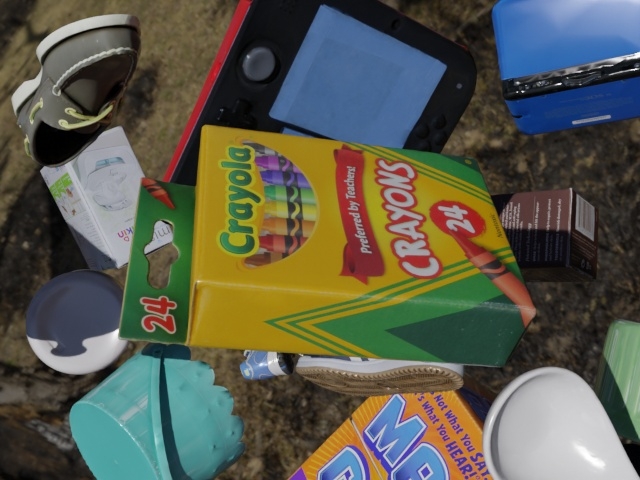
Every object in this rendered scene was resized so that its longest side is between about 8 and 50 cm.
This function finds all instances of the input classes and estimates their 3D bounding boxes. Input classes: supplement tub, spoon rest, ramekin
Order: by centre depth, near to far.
[{"bbox_3d":[0.270,0.233,0.763,0.137,0.276,0.084,-54,26,-8],"label":"spoon rest"},{"bbox_3d":[0.529,0.201,1.011,0.303,0.303,0.148,8,89,54],"label":"ramekin"},{"bbox_3d":[-0.351,0.116,1.100,0.144,0.144,0.199,-58,12,-9],"label":"supplement tub"}]

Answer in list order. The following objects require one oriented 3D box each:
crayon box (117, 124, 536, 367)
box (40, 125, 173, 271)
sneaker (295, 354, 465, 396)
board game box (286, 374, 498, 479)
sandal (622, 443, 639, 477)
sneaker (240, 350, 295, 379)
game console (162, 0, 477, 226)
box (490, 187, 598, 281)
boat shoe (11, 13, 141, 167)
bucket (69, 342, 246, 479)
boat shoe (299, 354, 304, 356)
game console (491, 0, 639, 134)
[{"bbox_3d":[0.000,0.000,0.633,0.202,0.318,0.081,-98,18,-46],"label":"crayon box"},{"bbox_3d":[-0.411,-0.067,1.399,0.127,0.231,0.262,-29,9,-26],"label":"box"},{"bbox_3d":[0.091,0.132,1.045,0.282,0.099,0.153,-12,53,43],"label":"sneaker"},{"bbox_3d":[0.226,0.473,1.235,0.356,0.356,0.356,-47,38,11],"label":"board game box"},{"bbox_3d":[0.387,0.345,0.930,0.067,0.040,0.179,5,53,33],"label":"sandal"},{"bbox_3d":[-0.091,0.187,1.289,0.081,0.080,0.211,-18,4,3],"label":"sneaker"},{"bbox_3d":[0.013,-0.138,0.948,0.060,0.386,0.342,40,110,45],"label":"game console"},{"bbox_3d":[0.467,-0.005,1.583,0.203,0.168,0.167,-4,75,39],"label":"box"},{"bbox_3d":[-0.275,-0.164,0.845,0.305,0.109,0.091,-18,84,54],"label":"boat shoe"},{"bbox_3d":[-0.286,0.332,1.287,0.281,0.281,0.183,-12,17,46],"label":"bucket"},{"bbox_3d":[-0.031,0.033,1.189,0.110,0.104,0.307,-7,72,-2],"label":"boat shoe"},{"bbox_3d":[0.502,-0.351,1.421,0.293,0.250,0.173,-6,66,26],"label":"game console"}]
